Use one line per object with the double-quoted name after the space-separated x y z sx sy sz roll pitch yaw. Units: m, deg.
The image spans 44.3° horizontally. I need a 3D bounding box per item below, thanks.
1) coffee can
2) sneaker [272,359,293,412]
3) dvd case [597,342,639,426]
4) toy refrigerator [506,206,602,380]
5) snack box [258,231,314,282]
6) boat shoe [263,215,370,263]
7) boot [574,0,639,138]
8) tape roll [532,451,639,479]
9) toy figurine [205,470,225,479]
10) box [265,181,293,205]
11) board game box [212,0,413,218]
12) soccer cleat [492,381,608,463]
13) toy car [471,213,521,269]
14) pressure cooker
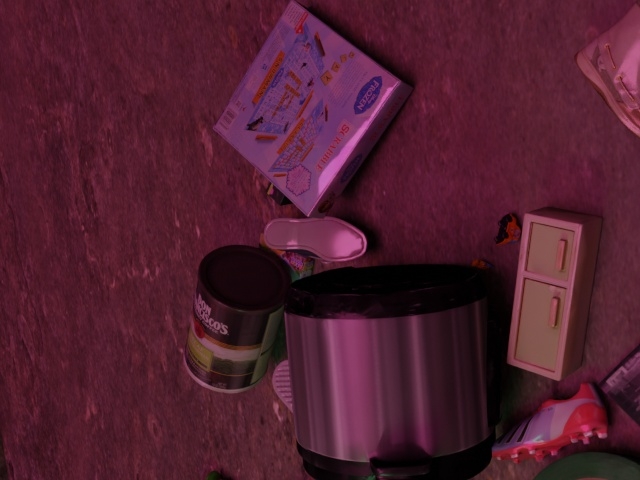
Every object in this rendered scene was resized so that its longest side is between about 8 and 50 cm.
-0.188 0.177 1.750 0.201 0.202 0.275 42 135 27 "coffee can"
0.028 0.386 1.674 0.126 0.127 0.321 -45 58 17 "sneaker"
0.575 0.258 1.243 0.221 0.018 0.164 48 126 24 "dvd case"
0.388 0.088 1.319 0.102 0.094 0.269 16 110 39 "toy refrigerator"
-0.083 0.052 1.769 0.141 0.037 0.100 29 120 34 "snack box"
0.000 0.000 1.652 0.255 0.079 0.095 0 84 33 "boat shoe"
0.498 -0.252 1.157 0.165 0.077 0.213 -47 66 36 "boot"
0.470 0.509 1.277 0.321 0.077 0.321 -17 65 42 "tape roll"
-0.216 0.680 2.005 0.159 0.130 0.173 -7 71 29 "toy figurine"
-0.064 -0.117 1.682 0.052 0.083 0.062 44 125 26 "box"
-0.025 -0.262 1.573 0.318 0.066 0.318 44 110 26 "board game box"
0.397 0.328 1.390 0.248 0.083 0.095 -37 45 45 "soccer cleat"
0.320 0.004 1.413 0.041 0.060 0.122 21 144 -10 "toy car"
0.126 0.264 1.409 0.376 0.370 0.420 0 96 45 "pressure cooker"
